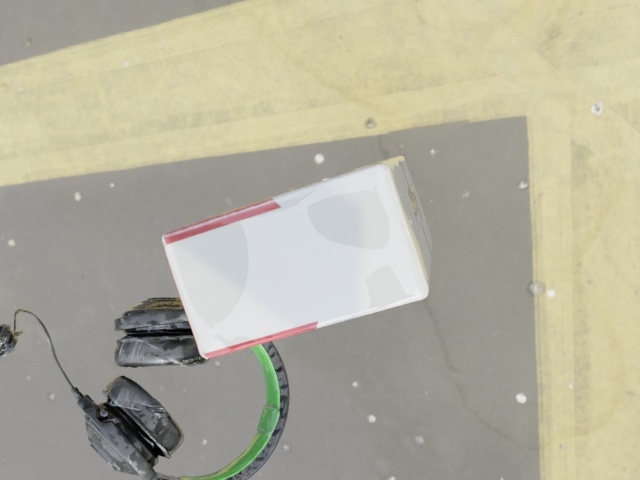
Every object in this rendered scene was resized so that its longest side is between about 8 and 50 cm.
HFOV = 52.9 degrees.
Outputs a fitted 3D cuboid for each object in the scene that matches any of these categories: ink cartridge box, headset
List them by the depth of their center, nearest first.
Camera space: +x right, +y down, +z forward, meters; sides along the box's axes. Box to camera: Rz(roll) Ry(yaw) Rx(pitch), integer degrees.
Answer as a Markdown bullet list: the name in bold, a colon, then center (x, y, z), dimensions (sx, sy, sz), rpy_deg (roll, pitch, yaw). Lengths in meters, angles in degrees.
- **ink cartridge box**: center (0.000, 0.000, 0.633), dimensions (0.196, 0.273, 0.114), rpy_deg (-17, 94, 12)
- **headset**: center (-0.216, 0.178, 0.811), dimensions (0.394, 0.244, 0.185), rpy_deg (23, 162, -18)
